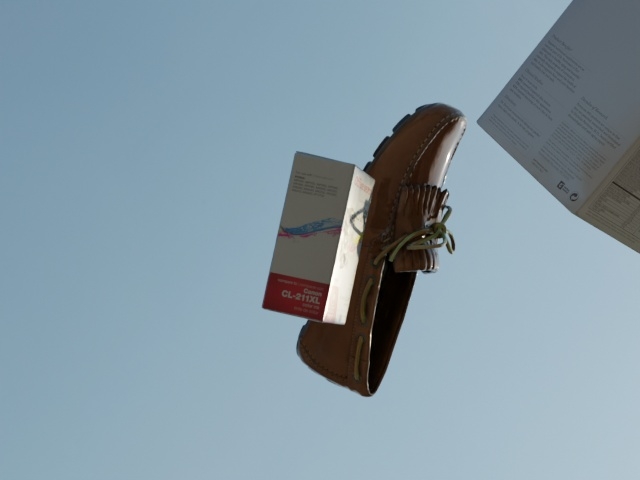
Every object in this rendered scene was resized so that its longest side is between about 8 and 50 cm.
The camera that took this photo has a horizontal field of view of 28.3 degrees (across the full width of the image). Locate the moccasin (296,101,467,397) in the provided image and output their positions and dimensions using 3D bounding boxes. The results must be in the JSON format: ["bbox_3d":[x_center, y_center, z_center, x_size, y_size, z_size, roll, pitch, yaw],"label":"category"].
[{"bbox_3d":[0.098,0.012,1.587,0.139,0.147,0.380,20,-84,-60],"label":"moccasin"}]

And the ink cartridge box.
[{"bbox_3d":[0.000,0.000,1.407,0.072,0.175,0.127,12,-2,13],"label":"ink cartridge box"}]

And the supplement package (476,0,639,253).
[{"bbox_3d":[0.360,-0.151,1.414,0.198,0.199,0.263,24,-70,-43],"label":"supplement package"}]
